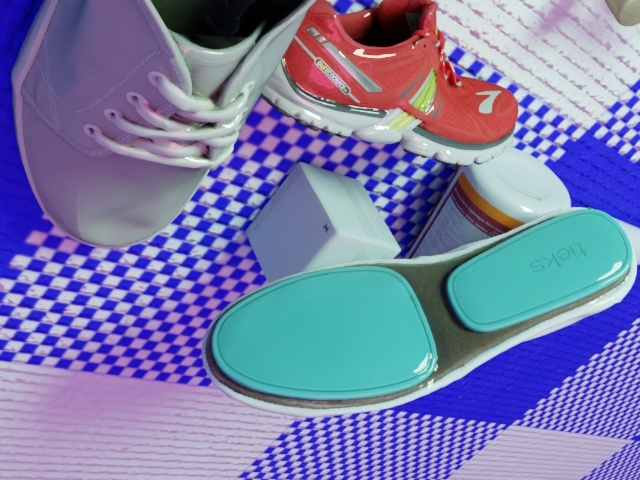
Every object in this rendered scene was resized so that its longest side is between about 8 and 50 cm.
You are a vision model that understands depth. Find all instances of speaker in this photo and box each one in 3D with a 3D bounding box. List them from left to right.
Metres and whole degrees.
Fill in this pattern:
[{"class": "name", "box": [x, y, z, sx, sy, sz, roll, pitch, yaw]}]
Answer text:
[{"class": "speaker", "box": [0.371, -0.003, 1.049, 0.136, 0.055, 0.055, 14, 126, -41]}]

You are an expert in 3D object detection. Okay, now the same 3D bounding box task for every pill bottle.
[{"class": "pill bottle", "box": [0.163, 0.014, 0.885, 0.121, 0.121, 0.221, 0, 134, -32]}]

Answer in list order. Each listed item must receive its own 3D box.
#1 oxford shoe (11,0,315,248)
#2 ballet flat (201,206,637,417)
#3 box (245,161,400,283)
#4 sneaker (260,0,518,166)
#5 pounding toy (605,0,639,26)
[{"class": "oxford shoe", "box": [-0.103, -0.113, 0.541, 0.169, 0.130, 0.449, -2, 148, -31]}, {"class": "ballet flat", "box": [0.095, 0.078, 0.747, 0.400, 0.139, 0.139, -16, 141, -9]}, {"class": "box", "box": [0.000, 0.000, 0.785, 0.087, 0.102, 0.101, 13, 127, -42]}, {"class": "sneaker", "box": [0.079, -0.140, 0.679, 0.279, 0.107, 0.118, 3, 123, -37]}, {"class": "pounding toy", "box": [0.338, -0.265, 0.709, 0.206, 0.094, 0.181, -21, 148, 6]}]
